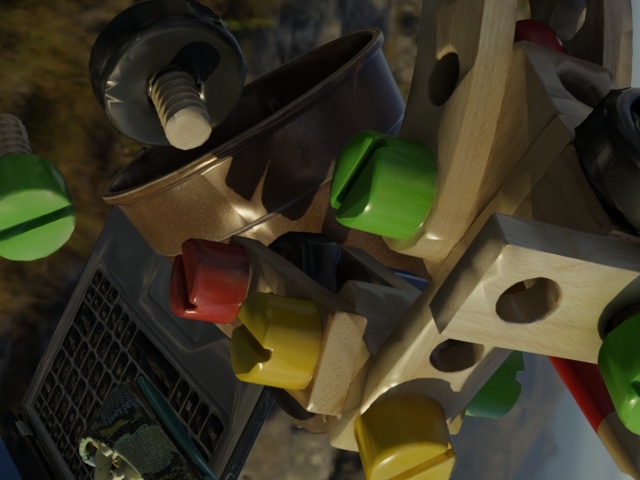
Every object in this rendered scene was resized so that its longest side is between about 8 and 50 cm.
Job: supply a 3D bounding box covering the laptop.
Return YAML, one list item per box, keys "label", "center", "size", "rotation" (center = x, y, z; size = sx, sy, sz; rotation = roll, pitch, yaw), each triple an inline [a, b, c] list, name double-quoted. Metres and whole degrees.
- label: "laptop"
  center: [-0.245, 0.118, 1.010]
  size: [0.407, 0.236, 0.382]
  rotation: [-64, -151, 5]

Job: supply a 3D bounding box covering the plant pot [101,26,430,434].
- label: "plant pot"
  center: [0.000, 0.000, 0.747]
  size: [0.165, 0.167, 0.167]
  rotation: [58, 25, -13]

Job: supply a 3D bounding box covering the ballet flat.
- label: "ballet flat"
  center: [-0.070, 0.141, 0.718]
  size: [0.188, 0.070, 0.070]
  rotation: [40, -44, 52]

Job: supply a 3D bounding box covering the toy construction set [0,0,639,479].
- label: "toy construction set"
  center: [0.077, 0.026, 0.538]
  size: [0.309, 0.257, 0.237]
  rotation: [38, 17, -42]
